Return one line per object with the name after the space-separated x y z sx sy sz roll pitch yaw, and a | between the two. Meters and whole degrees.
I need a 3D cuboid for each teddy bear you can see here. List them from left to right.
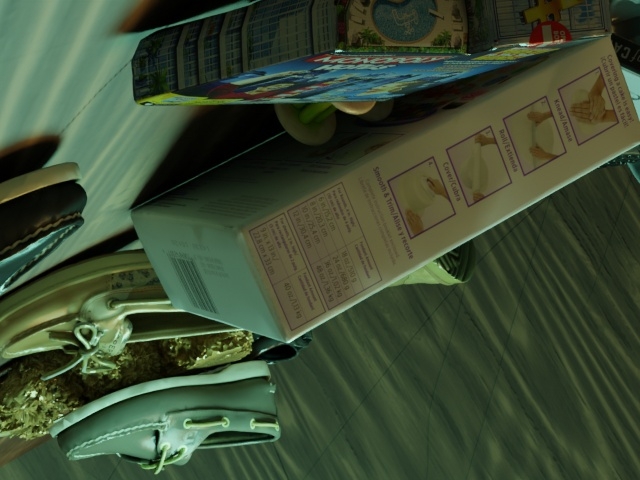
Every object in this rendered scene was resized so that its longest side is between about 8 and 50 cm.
-0.248 0.131 1.690 0.338 0.113 0.245 -24 170 20 | teddy bear

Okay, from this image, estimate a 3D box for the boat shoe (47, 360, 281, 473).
-0.159 0.201 1.658 0.109 0.091 0.305 -30 165 40 | boat shoe

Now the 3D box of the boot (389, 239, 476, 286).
0.000 0.000 1.647 0.269 0.236 0.089 -10 -132 36 | boot

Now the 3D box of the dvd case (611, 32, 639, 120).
0.257 -0.134 1.292 0.179 0.239 0.029 70 45 -85 | dvd case

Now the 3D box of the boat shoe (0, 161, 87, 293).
-0.261 0.077 0.921 0.340 0.113 0.127 -32 174 12 | boat shoe

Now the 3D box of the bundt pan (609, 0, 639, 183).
0.432 -0.133 1.587 0.124 0.330 0.331 -26 174 -12 | bundt pan

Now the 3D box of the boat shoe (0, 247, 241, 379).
-0.154 0.060 1.319 0.285 0.089 0.104 -15 167 -20 | boat shoe

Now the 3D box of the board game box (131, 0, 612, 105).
0.036 -0.113 0.770 0.194 0.060 0.194 -10 178 43 | board game box

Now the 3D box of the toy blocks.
0.052 -0.130 1.044 0.123 0.054 0.148 -26 173 -46 | toy blocks

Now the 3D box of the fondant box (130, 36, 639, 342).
0.046 -0.049 1.170 0.330 0.096 0.238 -30 -165 -20 | fondant box

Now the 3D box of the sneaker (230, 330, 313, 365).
-0.038 0.064 1.878 0.296 0.147 0.104 -28 173 -36 | sneaker

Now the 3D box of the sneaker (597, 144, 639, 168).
0.258 -0.137 1.568 0.107 0.124 0.283 -8 177 35 | sneaker
